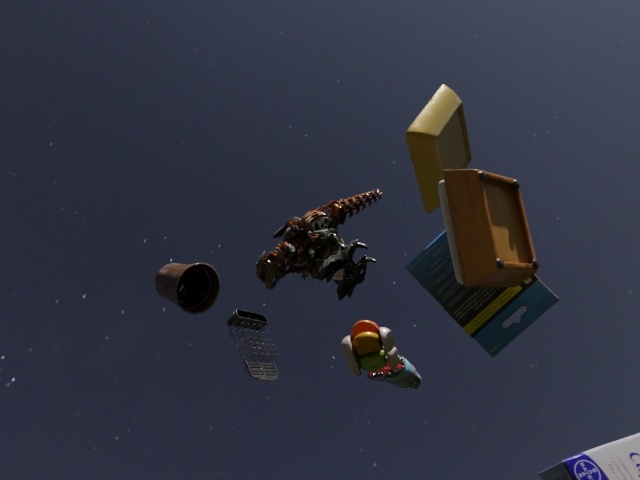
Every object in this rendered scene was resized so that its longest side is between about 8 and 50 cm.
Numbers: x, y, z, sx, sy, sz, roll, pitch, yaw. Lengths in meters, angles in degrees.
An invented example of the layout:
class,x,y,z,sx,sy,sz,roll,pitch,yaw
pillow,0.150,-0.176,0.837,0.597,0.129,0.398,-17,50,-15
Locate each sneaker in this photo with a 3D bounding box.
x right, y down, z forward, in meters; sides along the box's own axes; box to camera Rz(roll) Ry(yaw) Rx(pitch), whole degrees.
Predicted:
class,x,y,z,sx,sy,sz,roll,pitch,yaw
sneaker,0.254,0.466,1.471,0.125,0.262,0.104,38,-108,-6

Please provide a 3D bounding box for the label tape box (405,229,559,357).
class,x,y,z,sx,sy,sz,roll,pitch,yaw
label tape box,0.442,0.120,1.210,0.240,0.106,0.334,-43,-106,4

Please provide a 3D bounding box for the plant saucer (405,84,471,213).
class,x,y,z,sx,sy,sz,roll,pitch,yaw
plant saucer,0.429,-0.312,1.470,0.333,0.081,0.333,-52,-46,-32

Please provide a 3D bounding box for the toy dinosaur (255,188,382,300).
class,x,y,z,sx,sy,sz,roll,pitch,yaw
toy dinosaur,0.000,0.000,0.953,0.164,0.218,0.322,15,-61,-50

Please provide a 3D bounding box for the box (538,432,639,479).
class,x,y,z,sx,sy,sz,roll,pitch,yaw
box,0.293,0.238,0.366,0.137,0.126,0.072,-16,-39,-6

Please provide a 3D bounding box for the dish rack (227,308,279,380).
class,x,y,z,sx,sy,sz,roll,pitch,yaw
dish rack,-0.243,0.403,1.635,0.074,0.272,0.208,-38,-30,14

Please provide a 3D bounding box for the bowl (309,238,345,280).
class,x,y,z,sx,sy,sz,roll,pitch,yaw
bowl,0.002,0.051,1.267,0.080,0.170,0.170,-18,-59,-33

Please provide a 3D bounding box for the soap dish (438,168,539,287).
class,x,y,z,sx,sy,sz,roll,pitch,yaw
soap dish,0.417,-0.032,1.057,0.228,0.118,0.291,5,-108,-37

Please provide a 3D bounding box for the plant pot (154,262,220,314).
class,x,y,z,sx,sy,sz,roll,pitch,yaw
plant pot,-0.451,0.146,1.417,0.167,0.165,0.167,-11,-76,-50

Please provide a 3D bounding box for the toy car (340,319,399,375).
class,x,y,z,sx,sy,sz,roll,pitch,yaw
toy car,0.148,0.319,1.310,0.159,0.136,0.182,-15,-55,6
